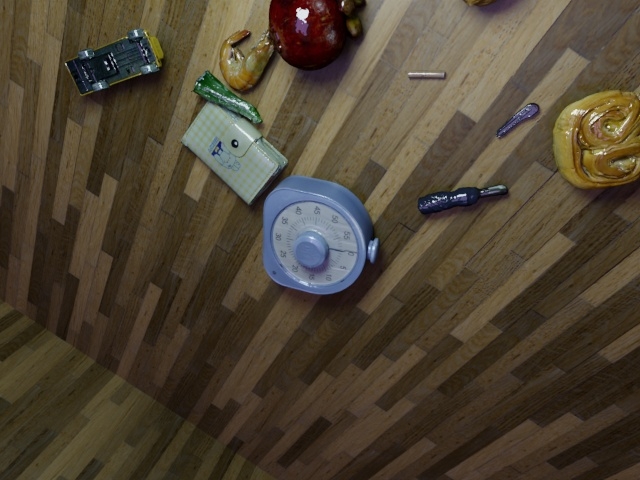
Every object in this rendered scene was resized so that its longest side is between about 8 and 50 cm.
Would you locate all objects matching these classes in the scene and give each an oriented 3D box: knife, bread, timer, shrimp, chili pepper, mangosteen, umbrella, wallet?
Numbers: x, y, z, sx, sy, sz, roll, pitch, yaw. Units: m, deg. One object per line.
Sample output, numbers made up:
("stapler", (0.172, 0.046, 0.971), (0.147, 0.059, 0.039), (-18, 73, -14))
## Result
("knife", (0.508, -0.310, 1.136), (0.031, 0.018, 0.121), (45, 125, -6))
("bread", (0.671, -0.239, 1.056), (0.198, 0.120, 0.236), (-10, 114, 23))
("timer", (0.000, 0.000, 1.403), (0.394, 0.173, 0.395), (9, 119, 16))
("shrimp", (-0.201, -0.531, 1.244), (0.248, 0.068, 0.150), (-27, 101, 35))
("chili pepper", (-0.270, -0.416, 1.320), (0.226, 0.088, 0.059), (34, 158, -1))
("mangosteen", (-0.002, -0.546, 1.094), (0.257, 0.215, 0.215), (-23, 112, -8))
("umbrella", (0.401, -0.128, 1.255), (0.248, 0.071, 0.071), (-14, 112, 22))
("wallet", (-0.280, -0.284, 1.408), (0.309, 0.077, 0.223), (44, 124, -4))

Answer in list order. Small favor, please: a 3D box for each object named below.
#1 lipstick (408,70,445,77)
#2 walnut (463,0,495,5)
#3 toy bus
("lipstick", (0.277, -0.435, 1.148), (0.094, 0.019, 0.019), (6, 120, 17))
("walnut", (0.363, -0.614, 0.938), (0.159, 0.159, 0.207), (23, 118, 7))
("toy bus", (-0.622, -0.545, 1.349), (0.335, 0.123, 0.121), (-8, 114, 23))
